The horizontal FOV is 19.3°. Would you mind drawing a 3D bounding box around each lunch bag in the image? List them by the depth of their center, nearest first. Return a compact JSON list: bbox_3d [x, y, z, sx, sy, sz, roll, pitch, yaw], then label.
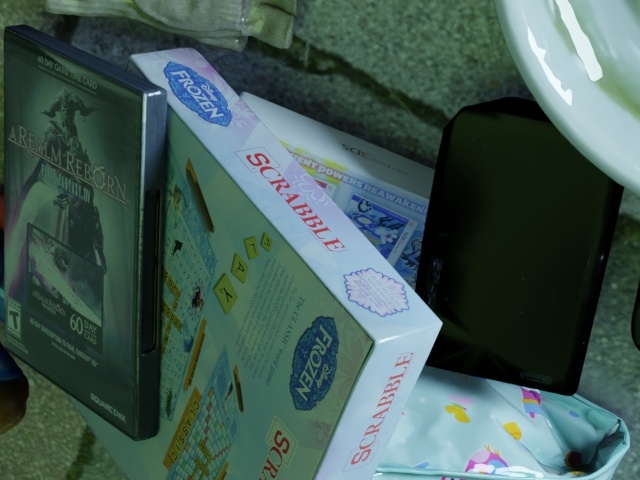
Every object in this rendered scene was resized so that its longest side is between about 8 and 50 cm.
[{"bbox_3d":[0.095,0.207,1.508,0.262,0.160,0.223,6,129,-23],"label":"lunch bag"}]

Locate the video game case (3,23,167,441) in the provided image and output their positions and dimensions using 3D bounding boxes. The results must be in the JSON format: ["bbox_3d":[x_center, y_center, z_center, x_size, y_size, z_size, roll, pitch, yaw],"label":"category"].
[{"bbox_3d":[-0.183,-0.008,1.434,0.196,0.026,0.274,27,122,45],"label":"video game case"}]

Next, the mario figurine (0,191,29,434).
[{"bbox_3d":[-0.324,0.017,1.546,0.170,0.198,0.320,-15,120,49],"label":"mario figurine"}]

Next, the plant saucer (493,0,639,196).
[{"bbox_3d":[0.310,-0.191,1.212,0.400,0.100,0.400,10,122,16],"label":"plant saucer"}]

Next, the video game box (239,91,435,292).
[{"bbox_3d":[0.000,0.000,1.469,0.205,0.048,0.187,22,131,-3],"label":"video game box"}]

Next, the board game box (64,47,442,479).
[{"bbox_3d":[-0.074,0.077,1.396,0.318,0.066,0.319,49,135,32],"label":"board game box"}]

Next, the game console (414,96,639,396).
[{"bbox_3d":[0.252,0.024,1.366,0.361,0.044,0.213,11,114,6],"label":"game console"}]

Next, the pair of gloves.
[{"bbox_3d":[-0.104,-0.137,1.447,0.204,0.042,0.240,3,128,14],"label":"pair of gloves"}]
